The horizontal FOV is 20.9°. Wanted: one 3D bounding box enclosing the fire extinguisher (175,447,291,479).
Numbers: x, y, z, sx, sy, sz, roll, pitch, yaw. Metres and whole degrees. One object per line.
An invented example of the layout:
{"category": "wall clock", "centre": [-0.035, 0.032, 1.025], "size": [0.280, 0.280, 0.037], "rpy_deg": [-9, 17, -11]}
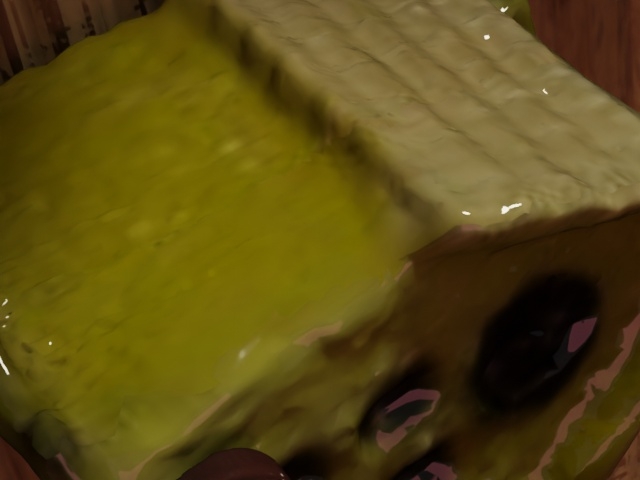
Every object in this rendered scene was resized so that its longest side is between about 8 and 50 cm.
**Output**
{"category": "fire extinguisher", "centre": [0.008, 0.111, 0.396], "size": [0.043, 0.158, 0.064], "rpy_deg": [-10, 125, -26]}

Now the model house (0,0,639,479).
{"category": "model house", "centre": [0.000, 0.000, 0.558], "size": [0.234, 0.193, 0.174], "rpy_deg": [-37, 135, -8]}
